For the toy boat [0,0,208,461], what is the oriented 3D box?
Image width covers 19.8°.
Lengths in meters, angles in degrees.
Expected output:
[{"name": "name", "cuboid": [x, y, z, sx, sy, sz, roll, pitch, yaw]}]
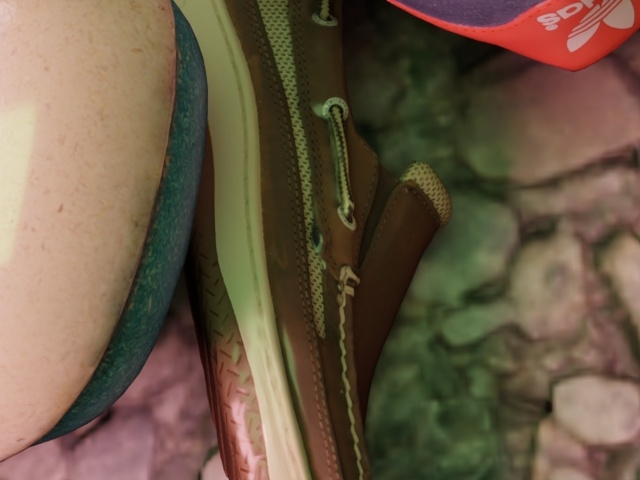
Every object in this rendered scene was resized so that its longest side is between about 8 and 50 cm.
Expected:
[{"name": "toy boat", "cuboid": [-0.145, 0.053, 0.605, 0.267, 0.148, 0.318, 5, 78, 47]}]

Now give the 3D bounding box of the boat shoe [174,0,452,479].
[{"name": "boat shoe", "cuboid": [0.000, -0.003, 0.626, 0.095, 0.095, 0.257, -11, 74, -7]}]

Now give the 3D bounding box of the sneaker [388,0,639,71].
[{"name": "sneaker", "cuboid": [0.011, -0.175, 0.643, 0.131, 0.148, 0.350, -40, 42, 15]}]
